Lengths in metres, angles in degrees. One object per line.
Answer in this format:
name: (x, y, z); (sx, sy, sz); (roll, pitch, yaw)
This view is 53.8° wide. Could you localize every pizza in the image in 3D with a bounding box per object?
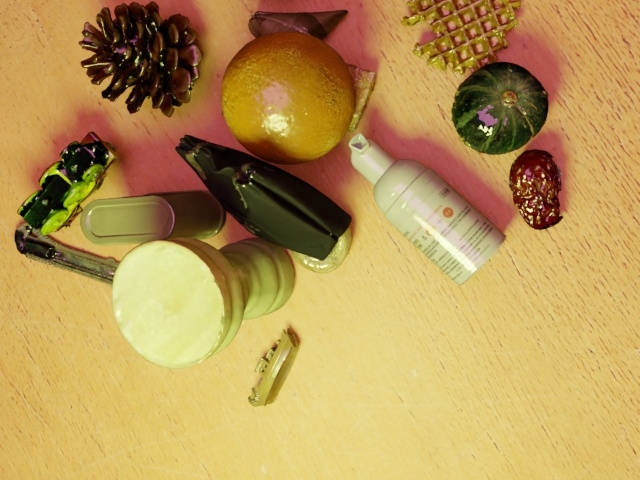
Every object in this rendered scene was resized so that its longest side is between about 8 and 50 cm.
pizza: (0.064, -0.326, 1.383); (0.134, 0.046, 0.175); (-14, 92, 18)

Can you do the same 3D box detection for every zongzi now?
zongzi: (-0.056, -0.485, 1.388); (0.160, 0.078, 0.176); (42, 94, 8)

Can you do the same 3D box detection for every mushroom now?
mushroom: (0.000, 0.000, 1.401); (0.148, 0.112, 0.148); (4, 106, 13)

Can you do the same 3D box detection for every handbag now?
handbag: (-0.128, -0.098, 1.275); (0.342, 0.288, 0.152); (28, 85, 43)

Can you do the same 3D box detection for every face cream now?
face cream: (0.204, -0.082, 1.323); (0.369, 0.145, 0.145); (44, 104, 7)

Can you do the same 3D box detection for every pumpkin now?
pumpkin: (0.355, -0.262, 1.260); (0.190, 0.146, 0.190); (4, 71, -10)

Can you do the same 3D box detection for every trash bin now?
trash bin: (-0.373, -0.051, 1.425); (0.243, 0.247, 0.121); (-3, 93, 16)

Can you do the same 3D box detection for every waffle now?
waffle: (0.292, -0.465, 1.307); (0.228, 0.051, 0.231); (27, 101, 11)

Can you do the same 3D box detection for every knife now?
knife: (-0.636, 0.043, 1.609); (0.365, 0.043, 0.089); (19, 101, 12)

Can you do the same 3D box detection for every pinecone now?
pinecone: (-0.410, -0.407, 1.403); (0.264, 0.264, 0.264); (2, 96, 15)

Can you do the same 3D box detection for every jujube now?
jujube: (0.434, -0.102, 1.284); (0.104, 0.104, 0.166); (-7, 96, 15)

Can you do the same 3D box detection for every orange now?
orange: (-0.061, -0.283, 1.263); (0.274, 0.274, 0.274); (2, 96, 15)

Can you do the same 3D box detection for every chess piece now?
chess piece: (-0.203, 0.100, 1.293); (0.234, 0.442, 0.234); (1, 93, 17)

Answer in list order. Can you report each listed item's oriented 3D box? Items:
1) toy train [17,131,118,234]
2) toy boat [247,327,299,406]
toy train: (-0.603, -0.136, 1.524); (0.100, 0.160, 0.296); (45, 107, -3)
toy boat: (-0.114, 0.302, 1.492); (0.072, 0.064, 0.206); (30, 101, 28)
